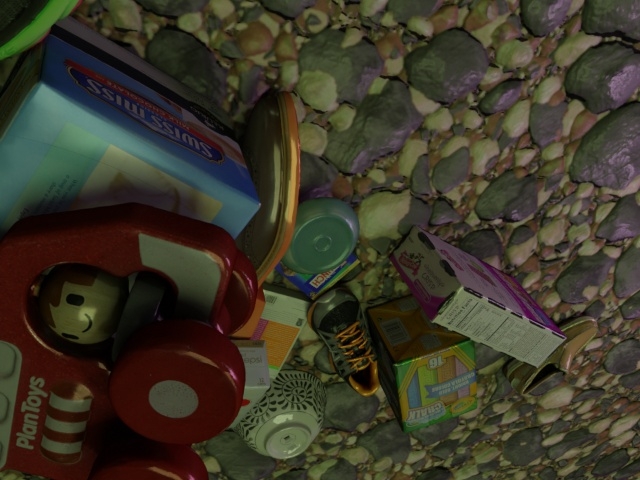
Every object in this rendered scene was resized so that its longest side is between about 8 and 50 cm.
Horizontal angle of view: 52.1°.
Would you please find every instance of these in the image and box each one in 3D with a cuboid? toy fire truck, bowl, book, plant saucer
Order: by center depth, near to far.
[{"bbox_3d":[-0.198,0.103,0.563,0.253,0.169,0.302,15,118,-9],"label":"toy fire truck"},{"bbox_3d":[0.000,0.000,0.867,0.119,0.021,0.119,-10,123,-16],"label":"plant saucer"},{"bbox_3d":[-0.082,0.134,0.975,0.096,0.035,0.144,18,114,-26],"label":"book"},{"bbox_3d":[-0.061,0.300,1.064,0.170,0.080,0.170,-8,125,-12],"label":"bowl"}]

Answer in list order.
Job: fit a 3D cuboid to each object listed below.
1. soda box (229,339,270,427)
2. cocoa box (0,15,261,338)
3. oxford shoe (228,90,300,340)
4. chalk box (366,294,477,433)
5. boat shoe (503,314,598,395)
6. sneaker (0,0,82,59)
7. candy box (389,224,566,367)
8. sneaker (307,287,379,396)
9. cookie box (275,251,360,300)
[{"bbox_3d":[-0.135,0.209,0.927,0.073,0.069,0.216,2,151,-21],"label":"soda box"},{"bbox_3d":[-0.266,-0.013,0.691,0.231,0.228,0.347,29,110,-32],"label":"cocoa box"},{"bbox_3d":[-0.115,-0.016,0.806,0.132,0.130,0.364,8,120,-19],"label":"oxford shoe"},{"bbox_3d":[0.165,0.206,1.044,0.132,0.132,0.213,-17,128,-6],"label":"chalk box"},{"bbox_3d":[0.424,0.212,1.170,0.190,0.072,0.068,-40,126,10],"label":"boat shoe"},{"bbox_3d":[-0.230,-0.350,0.449,0.202,0.185,0.483,6,136,-24],"label":"sneaker"},{"bbox_3d":[0.230,0.084,0.966,0.233,0.159,0.071,26,110,-30],"label":"candy box"},{"bbox_3d":[0.046,0.153,0.986,0.084,0.083,0.215,-31,133,-9],"label":"sneaker"},{"bbox_3d":[-0.013,0.020,0.915,0.092,0.040,0.107,-41,126,9],"label":"cookie box"}]
